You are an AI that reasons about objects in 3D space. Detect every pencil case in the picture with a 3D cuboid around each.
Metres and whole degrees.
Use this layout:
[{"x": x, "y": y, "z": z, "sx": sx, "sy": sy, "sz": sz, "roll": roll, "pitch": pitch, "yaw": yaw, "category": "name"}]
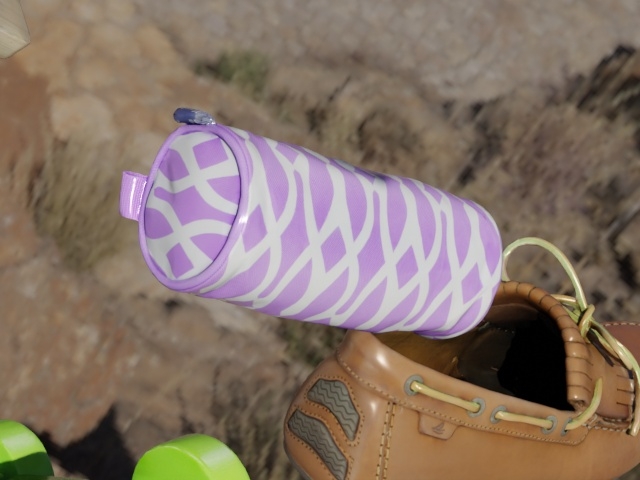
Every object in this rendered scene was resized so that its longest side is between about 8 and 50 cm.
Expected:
[{"x": 0.000, "y": 0.000, "z": 0.832, "sx": 0.206, "sy": 0.088, "sz": 0.086, "roll": 16, "pitch": 79, "yaw": -42, "category": "pencil case"}]

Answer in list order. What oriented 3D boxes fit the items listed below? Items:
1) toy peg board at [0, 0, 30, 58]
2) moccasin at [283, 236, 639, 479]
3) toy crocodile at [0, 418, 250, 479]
[{"x": -0.160, "y": -0.178, "z": 0.644, "sx": 0.161, "sy": 0.079, "sz": 0.160, "roll": 26, "pitch": 38, "yaw": -59, "category": "toy peg board"}, {"x": 0.137, "y": 0.088, "z": 1.149, "sx": 0.380, "sy": 0.147, "sz": 0.139, "roll": 3, "pitch": 31, "yaw": -42, "category": "moccasin"}, {"x": -0.138, "y": 0.154, "z": 0.816, "sx": 0.115, "sy": 0.341, "sz": 0.105, "roll": -17, "pitch": 103, "yaw": -52, "category": "toy crocodile"}]
